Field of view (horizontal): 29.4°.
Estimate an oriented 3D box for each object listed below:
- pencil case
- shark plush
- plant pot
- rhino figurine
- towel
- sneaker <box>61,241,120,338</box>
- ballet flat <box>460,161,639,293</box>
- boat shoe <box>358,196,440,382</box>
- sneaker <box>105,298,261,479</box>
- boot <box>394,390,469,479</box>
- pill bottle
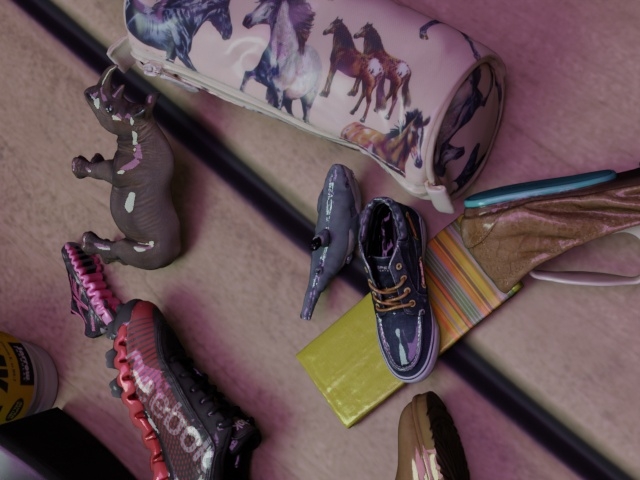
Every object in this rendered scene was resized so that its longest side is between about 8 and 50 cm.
[{"bbox_3d":[-0.009,-0.179,1.248,0.410,0.160,0.184,27,85,21],"label":"pencil case"},{"bbox_3d":[0.000,0.000,1.273,0.073,0.067,0.161,30,94,21],"label":"shark plush"},{"bbox_3d":[-0.285,0.308,1.288,0.167,0.187,0.188,29,94,9],"label":"plant pot"},{"bbox_3d":[-0.205,-0.074,1.311,0.106,0.073,0.243,6,117,17],"label":"rhino figurine"},{"bbox_3d":[0.089,0.084,1.257,0.237,0.021,0.102,-41,66,12],"label":"towel"},{"bbox_3d":[-0.269,0.058,1.381,0.057,0.047,0.119,-38,71,24],"label":"sneaker"},{"bbox_3d":[0.304,-0.025,1.148,0.342,0.116,0.124,-17,98,13],"label":"ballet flat"},{"bbox_3d":[0.072,0.049,1.213,0.065,0.083,0.183,-9,77,23],"label":"boat shoe"},{"bbox_3d":[-0.136,0.183,1.285,0.135,0.097,0.276,-22,78,17],"label":"sneaker"},{"bbox_3d":[0.019,0.293,1.220,0.269,0.089,0.236,-16,78,19],"label":"boot"},{"bbox_3d":[-0.382,0.154,1.319,0.119,0.208,0.119,-2,83,20],"label":"pill bottle"}]
